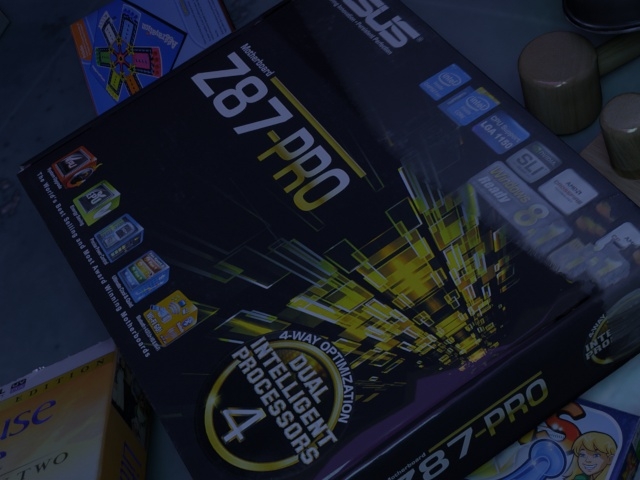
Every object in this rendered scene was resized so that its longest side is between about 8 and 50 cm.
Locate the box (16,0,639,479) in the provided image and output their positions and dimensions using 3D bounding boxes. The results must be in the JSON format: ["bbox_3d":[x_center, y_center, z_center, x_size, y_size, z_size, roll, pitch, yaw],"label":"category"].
[{"bbox_3d":[0.000,0.000,0.840,0.318,0.097,0.395,-32,49,-7],"label":"box"}]

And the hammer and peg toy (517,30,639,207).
[{"bbox_3d":[0.304,-0.097,0.785,0.266,0.127,0.361,-42,52,-6],"label":"hammer and peg toy"}]

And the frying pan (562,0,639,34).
[{"bbox_3d":[0.273,-0.264,0.875,0.197,0.053,0.326,-14,38,41],"label":"frying pan"}]

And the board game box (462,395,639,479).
[{"bbox_3d":[0.091,0.149,0.777,0.201,0.035,0.136,14,65,31],"label":"board game box"}]

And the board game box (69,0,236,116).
[{"bbox_3d":[-0.129,-0.131,1.068,0.145,0.027,0.281,-27,52,4],"label":"board game box"}]

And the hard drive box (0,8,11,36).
[{"bbox_3d":[-0.449,-0.165,1.196,0.181,0.089,0.232,13,65,30],"label":"hard drive box"}]

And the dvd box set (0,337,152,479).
[{"bbox_3d":[-0.256,0.247,0.743,0.307,0.062,0.420,-24,27,9],"label":"dvd box set"}]
